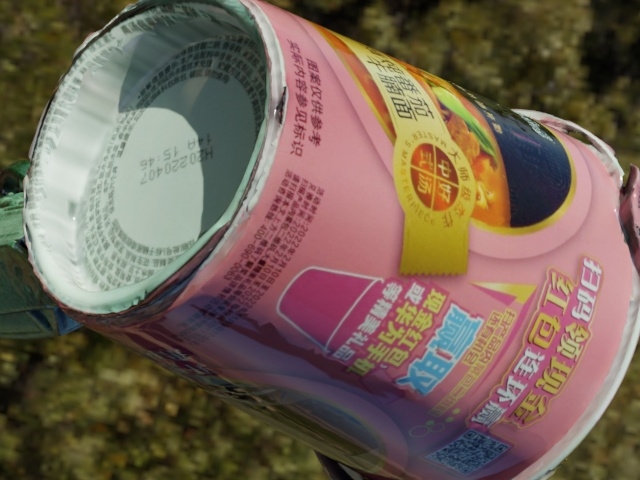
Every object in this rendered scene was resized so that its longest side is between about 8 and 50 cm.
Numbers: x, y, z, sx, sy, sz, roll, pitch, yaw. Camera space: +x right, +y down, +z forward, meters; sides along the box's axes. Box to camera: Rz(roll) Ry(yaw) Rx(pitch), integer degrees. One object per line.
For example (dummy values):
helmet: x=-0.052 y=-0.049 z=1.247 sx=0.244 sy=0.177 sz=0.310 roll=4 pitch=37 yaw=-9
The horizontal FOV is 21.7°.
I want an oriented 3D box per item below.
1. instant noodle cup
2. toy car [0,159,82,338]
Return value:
instant noodle cup: x=0.000 y=0.000 z=0.820 sx=0.255 sy=0.244 sz=0.244 roll=27 pitch=74 yaw=-45
toy car: x=-0.176 y=0.003 z=1.103 sx=0.141 sy=0.320 sz=0.097 roll=-36 pitch=109 yaw=-38
